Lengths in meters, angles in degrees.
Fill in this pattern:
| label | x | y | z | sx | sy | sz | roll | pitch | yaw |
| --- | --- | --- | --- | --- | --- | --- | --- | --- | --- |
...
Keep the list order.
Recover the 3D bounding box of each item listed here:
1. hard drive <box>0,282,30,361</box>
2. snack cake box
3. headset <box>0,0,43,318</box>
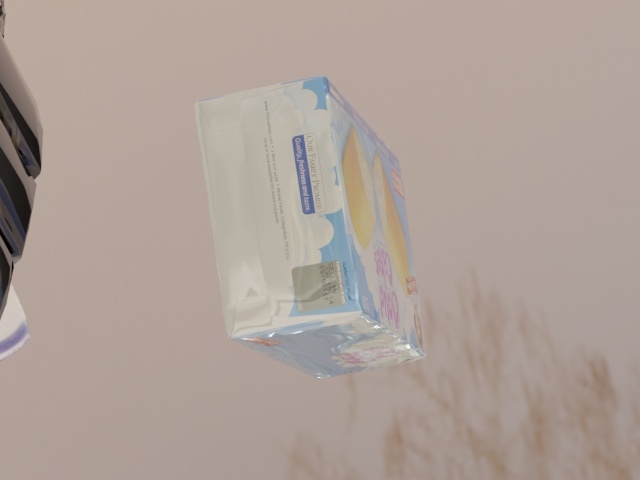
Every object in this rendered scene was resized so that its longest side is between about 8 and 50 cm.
| label | x | y | z | sx | sy | sz | roll | pitch | yaw |
| --- | --- | --- | --- | --- | --- | --- | --- | --- | --- |
| hard drive | -0.286 | 0.101 | 0.848 | 0.210 | 0.040 | 0.319 | -18 | -8 | -40 |
| snack cake box | 0.000 | 0.000 | 1.312 | 0.089 | 0.152 | 0.264 | -11 | -11 | 10 |
| headset | -0.165 | -0.031 | 0.411 | 0.243 | 0.394 | 0.185 | -12 | -45 | 10 |
